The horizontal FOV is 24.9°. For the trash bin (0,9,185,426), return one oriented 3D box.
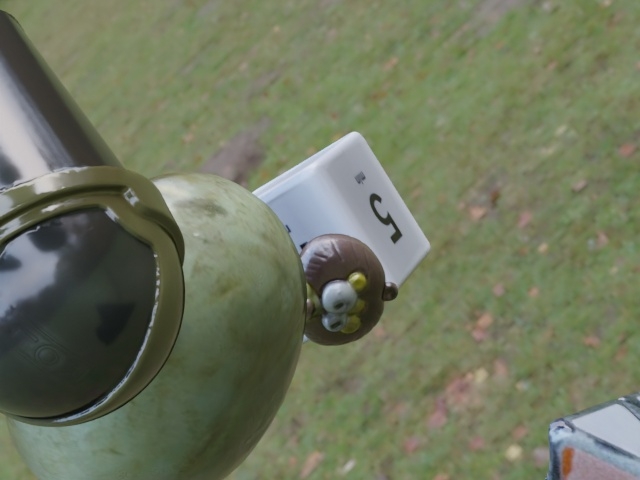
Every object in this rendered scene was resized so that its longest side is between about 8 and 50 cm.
[{"bbox_3d":[-0.231,-0.013,1.092,0.214,0.334,0.214,-26,-27,-15],"label":"trash bin"}]

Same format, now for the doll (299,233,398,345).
[{"bbox_3d":[-0.009,0.068,1.648,0.188,0.145,0.096,-23,32,4],"label":"doll"}]

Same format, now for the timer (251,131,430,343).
[{"bbox_3d":[0.000,0.000,1.891,0.192,0.195,0.194,-30,5,26],"label":"timer"}]

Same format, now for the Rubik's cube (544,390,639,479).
[{"bbox_3d":[0.233,0.193,0.846,0.233,0.228,0.229,-18,-11,-17],"label":"Rubik's cube"}]

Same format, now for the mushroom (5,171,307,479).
[{"bbox_3d":[-0.161,0.092,1.399,0.352,0.260,0.352,-51,-22,-30],"label":"mushroom"}]
